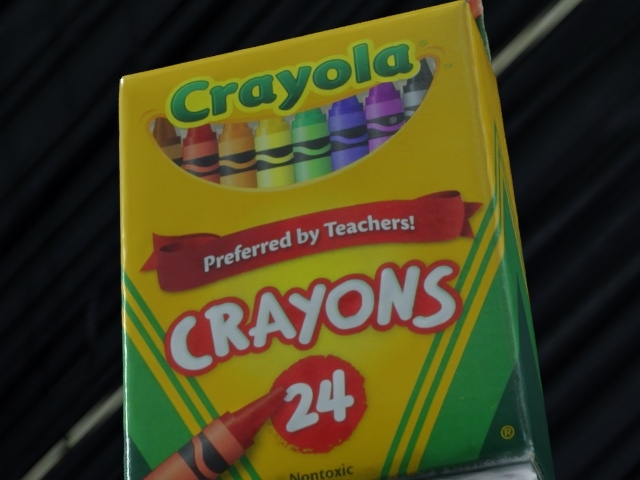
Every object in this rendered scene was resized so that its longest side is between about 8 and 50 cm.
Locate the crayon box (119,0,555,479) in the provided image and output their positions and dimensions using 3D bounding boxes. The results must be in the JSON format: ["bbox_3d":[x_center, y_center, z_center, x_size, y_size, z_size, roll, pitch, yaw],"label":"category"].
[{"bbox_3d":[0.000,0.000,0.962,0.081,0.202,0.318,60,-159,-56],"label":"crayon box"}]
